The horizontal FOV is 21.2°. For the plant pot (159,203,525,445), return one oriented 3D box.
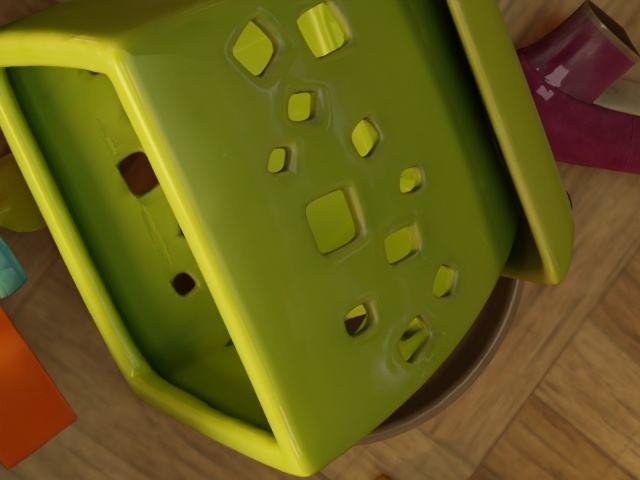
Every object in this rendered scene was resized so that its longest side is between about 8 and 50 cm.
[{"bbox_3d":[0.000,0.000,1.057,0.237,0.110,0.237,-5,102,-22],"label":"plant pot"}]

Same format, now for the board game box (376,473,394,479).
[{"bbox_3d":[0.080,0.293,1.184,0.124,0.039,0.259,-43,109,-9],"label":"board game box"}]

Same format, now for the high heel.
[{"bbox_3d":[0.209,-0.055,1.164,0.117,0.082,0.244,-41,129,20],"label":"high heel"}]

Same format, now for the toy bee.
[{"bbox_3d":[-0.233,-0.013,0.957,0.195,0.162,0.298,-20,132,-26],"label":"toy bee"}]

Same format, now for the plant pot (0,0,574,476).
[{"bbox_3d":[-0.016,-0.043,0.868,0.207,0.228,0.227,-29,109,-21],"label":"plant pot"}]
